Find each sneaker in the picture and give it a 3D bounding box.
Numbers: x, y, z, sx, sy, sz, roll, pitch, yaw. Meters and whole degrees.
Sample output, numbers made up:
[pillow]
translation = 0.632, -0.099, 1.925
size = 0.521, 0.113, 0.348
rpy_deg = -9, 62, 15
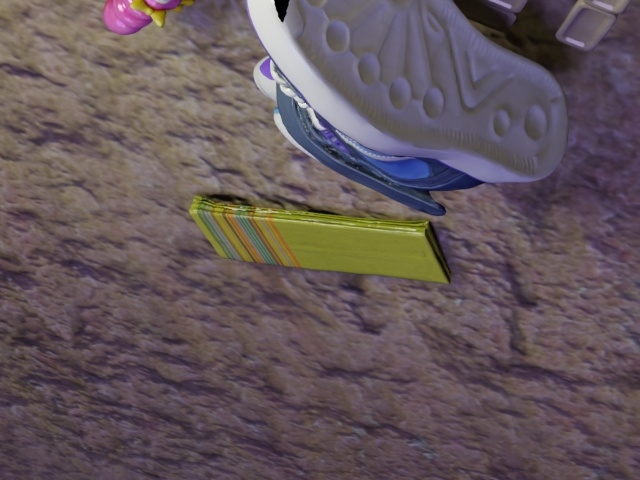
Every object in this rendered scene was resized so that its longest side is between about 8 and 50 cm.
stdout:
[sneaker]
translation = 0.003, -0.120, 1.300
size = 0.236, 0.130, 0.322
rpy_deg = 5, 167, 45

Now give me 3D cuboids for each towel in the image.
[towel]
translation = 0.000, 0.000, 1.690
size = 0.237, 0.021, 0.102
rpy_deg = 6, 155, 22

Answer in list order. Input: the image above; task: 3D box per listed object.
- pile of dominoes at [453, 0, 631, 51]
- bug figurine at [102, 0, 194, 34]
[pile of dominoes]
translation = 0.126, -0.218, 1.175
size = 0.196, 0.040, 0.251
rpy_deg = 22, 157, -3
[bug figurine]
translation = -0.154, -0.232, 1.318
size = 0.279, 0.072, 0.216
rpy_deg = 30, 151, -19
